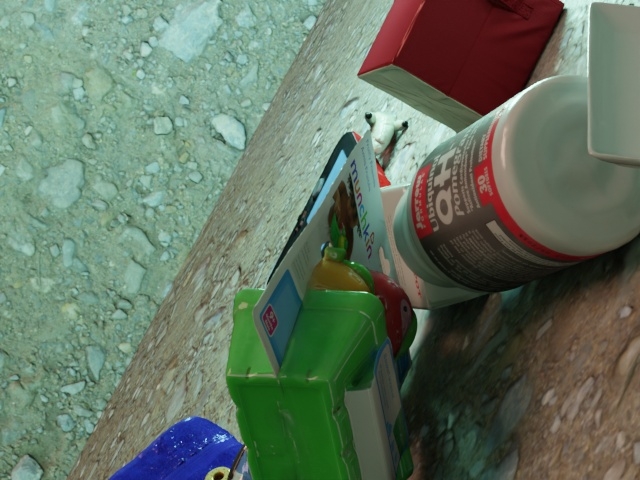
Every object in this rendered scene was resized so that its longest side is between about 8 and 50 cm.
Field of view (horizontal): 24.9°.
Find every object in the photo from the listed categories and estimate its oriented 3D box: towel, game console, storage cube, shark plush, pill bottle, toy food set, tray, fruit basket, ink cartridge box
[{"bbox_3d":[-0.184,0.358,2.031,0.227,0.076,0.308,-43,28,-17],"label":"towel"},{"bbox_3d":[0.000,0.000,2.445,0.342,0.060,0.386,-58,12,12],"label":"game console"},{"bbox_3d":[0.189,-0.276,2.006,0.193,0.183,0.215,-63,13,-4],"label":"storage cube"},{"bbox_3d":[0.095,-0.186,2.465,0.161,0.073,0.067,-124,46,-73],"label":"shark plush"},{"bbox_3d":[0.195,-0.042,1.496,0.176,0.176,0.318,-66,13,-20],"label":"pill bottle"},{"bbox_3d":[-0.116,0.325,1.931,0.082,0.020,0.083,-21,26,9],"label":"toy food set"},{"bbox_3d":[0.319,-0.138,1.346,0.270,0.145,0.030,-77,-8,-51],"label":"tray"},{"bbox_3d":[0.037,0.109,1.497,0.353,0.165,0.327,-52,-41,-49],"label":"fruit basket"},{"bbox_3d":[0.120,0.002,1.753,0.203,0.085,0.148,179,78,-74],"label":"ink cartridge box"}]

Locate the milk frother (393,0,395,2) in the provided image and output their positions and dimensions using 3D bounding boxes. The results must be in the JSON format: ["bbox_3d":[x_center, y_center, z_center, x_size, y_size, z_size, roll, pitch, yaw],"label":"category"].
[{"bbox_3d":[0.192,-0.392,2.355,0.129,0.134,0.143,-61,13,6],"label":"milk frother"}]

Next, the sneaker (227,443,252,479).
[{"bbox_3d":[-0.079,0.330,1.747,0.081,0.080,0.211,2,73,70],"label":"sneaker"}]
